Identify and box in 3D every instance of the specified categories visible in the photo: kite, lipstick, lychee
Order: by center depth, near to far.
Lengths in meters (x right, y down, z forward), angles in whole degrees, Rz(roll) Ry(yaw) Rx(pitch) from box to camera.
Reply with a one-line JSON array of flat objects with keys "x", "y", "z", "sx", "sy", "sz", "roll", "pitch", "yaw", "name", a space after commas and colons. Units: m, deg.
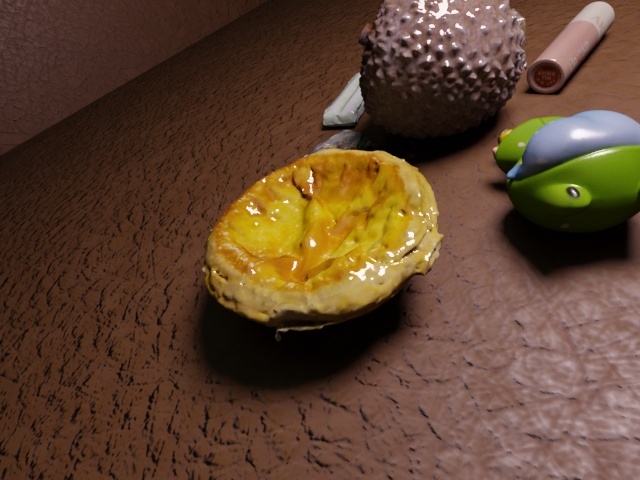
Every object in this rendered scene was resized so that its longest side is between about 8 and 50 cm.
[{"x": 0.201, "y": -0.308, "z": 0.723, "sx": 0.300, "sy": 0.300, "sz": 0.300, "roll": -14, "pitch": 40, "yaw": 12, "name": "lychee"}, {"x": 0.494, "y": -0.382, "z": 0.814, "sx": 0.070, "sy": 0.070, "sz": 0.254, "roll": 21, "pitch": 56, "yaw": 41, "name": "lipstick"}, {"x": 0.071, "y": -0.176, "z": 0.832, "sx": 0.141, "sy": 0.015, "sz": 0.245, "roll": -42, "pitch": 42, "yaw": -19, "name": "kite"}]

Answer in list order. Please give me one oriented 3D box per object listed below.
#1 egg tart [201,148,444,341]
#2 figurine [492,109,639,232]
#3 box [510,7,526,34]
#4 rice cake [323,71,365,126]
[{"x": -0.001, "y": 0.000, "z": 0.572, "sx": 0.342, "sy": 0.132, "sz": 0.341, "roll": -15, "pitch": 39, "yaw": 12, "name": "egg tart"}, {"x": 0.316, "y": -0.101, "z": 0.539, "sx": 0.162, "sy": 0.143, "sz": 0.263, "roll": -7, "pitch": 24, "yaw": 8, "name": "figurine"}, {"x": 0.463, "y": -0.534, "z": 1.025, "sx": 0.062, "sy": 0.045, "sz": 0.098, "roll": -9, "pitch": 42, "yaw": 16, "name": "box"}, {"x": 0.083, "y": -0.343, "z": 0.996, "sx": 0.085, "sy": 0.040, "sz": 0.226, "roll": 4, "pitch": 46, "yaw": 30, "name": "rice cake"}]
